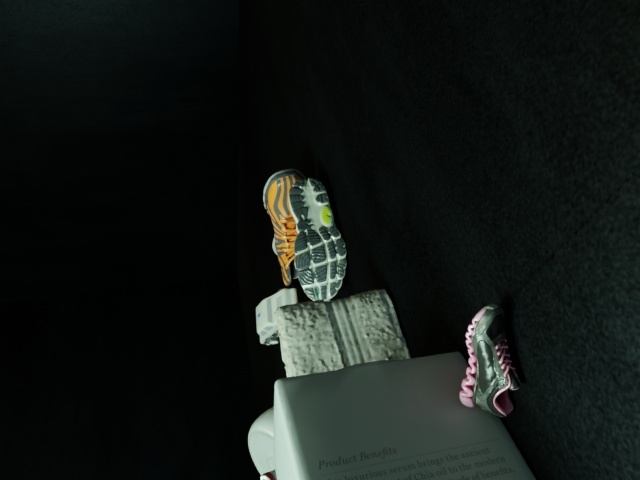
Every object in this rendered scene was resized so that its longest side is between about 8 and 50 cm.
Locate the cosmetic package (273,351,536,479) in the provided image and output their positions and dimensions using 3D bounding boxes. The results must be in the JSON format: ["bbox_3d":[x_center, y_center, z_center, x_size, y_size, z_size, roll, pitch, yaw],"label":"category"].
[{"bbox_3d":[0.107,0.333,0.459,0.453,0.229,0.162,-111,22,-50],"label":"cosmetic package"}]

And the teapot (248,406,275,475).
[{"bbox_3d":[-0.028,0.460,1.167,0.255,0.187,0.253,-12,104,50],"label":"teapot"}]

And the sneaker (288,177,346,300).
[{"bbox_3d":[0.000,0.000,1.091,0.110,0.106,0.276,69,-167,-64],"label":"sneaker"}]

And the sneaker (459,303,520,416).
[{"bbox_3d":[0.176,0.122,0.512,0.057,0.047,0.120,22,120,49],"label":"sneaker"}]

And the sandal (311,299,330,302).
[{"bbox_3d":[-0.026,0.183,1.240,0.102,0.076,0.266,-118,26,-58],"label":"sandal"}]

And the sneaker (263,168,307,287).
[{"bbox_3d":[-0.052,-0.009,1.239,0.321,0.124,0.180,85,167,-49],"label":"sneaker"}]

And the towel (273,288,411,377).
[{"bbox_3d":[0.045,0.207,0.740,0.049,0.186,0.283,104,155,-57],"label":"towel"}]

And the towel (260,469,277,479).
[{"bbox_3d":[0.035,0.424,0.750,0.329,0.037,0.237,16,-120,-58],"label":"towel"}]

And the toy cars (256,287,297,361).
[{"bbox_3d":[-0.083,0.206,1.173,0.393,0.087,0.177,23,103,63],"label":"toy cars"}]
